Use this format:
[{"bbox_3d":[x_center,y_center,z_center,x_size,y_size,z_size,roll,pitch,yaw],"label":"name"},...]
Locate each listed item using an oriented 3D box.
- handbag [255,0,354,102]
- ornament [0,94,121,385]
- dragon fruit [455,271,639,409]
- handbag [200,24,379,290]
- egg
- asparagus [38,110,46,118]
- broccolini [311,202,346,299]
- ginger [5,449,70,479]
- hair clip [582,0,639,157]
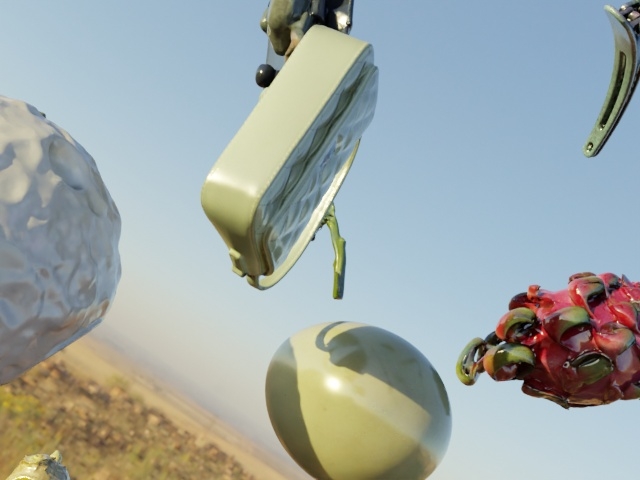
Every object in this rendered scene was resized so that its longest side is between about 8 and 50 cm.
[{"bbox_3d":[-0.028,-0.254,1.238,0.118,0.326,0.269,9,-29,-11],"label":"handbag"},{"bbox_3d":[-0.372,0.001,0.927,0.337,0.337,0.337,32,-11,7],"label":"ornament"},{"bbox_3d":[0.339,0.130,1.257,0.272,0.198,0.218,13,6,-17],"label":"dragon fruit"},{"bbox_3d":[-0.016,-0.070,0.956,0.079,0.256,0.219,24,-22,20],"label":"handbag"},{"bbox_3d":[0.038,0.185,1.058,0.241,0.186,0.186,32,-9,42],"label":"egg"},{"bbox_3d":[-0.562,-0.244,1.529,0.024,0.025,0.248,-29,-36,34],"label":"asparagus"},{"bbox_3d":[0.001,0.005,1.562,0.062,0.271,0.123,0,-43,-10],"label":"broccolini"},{"bbox_3d":[-0.403,0.388,1.317,0.102,0.216,0.157,-1,-47,14],"label":"ginger"},{"bbox_3d":[0.379,-0.200,1.179,0.048,0.083,0.275,50,-18,32],"label":"hair clip"}]
